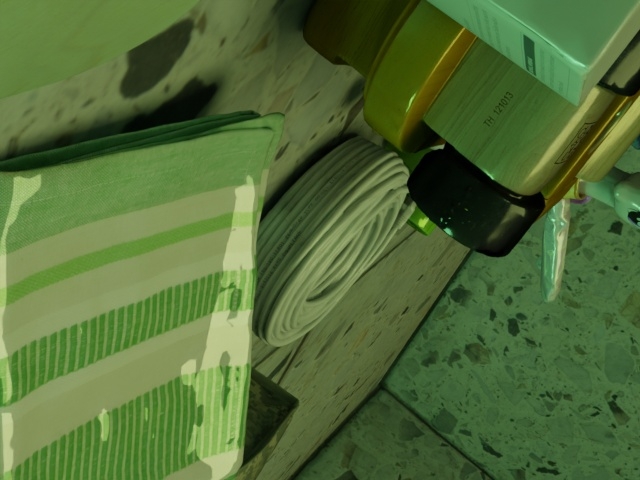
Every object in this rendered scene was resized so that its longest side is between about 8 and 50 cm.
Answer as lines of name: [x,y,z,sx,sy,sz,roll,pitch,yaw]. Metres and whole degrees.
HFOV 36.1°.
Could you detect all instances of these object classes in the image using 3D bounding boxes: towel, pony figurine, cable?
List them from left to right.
towel: [-0.124,0.080,0.681,0.247,0.038,0.325,-23,129,-50]
cable: [0.000,0.000,1.097,0.257,0.089,0.257,-52,167,5]
pony figurine: [0.254,-0.086,1.092,0.303,0.363,0.351,-65,174,8]

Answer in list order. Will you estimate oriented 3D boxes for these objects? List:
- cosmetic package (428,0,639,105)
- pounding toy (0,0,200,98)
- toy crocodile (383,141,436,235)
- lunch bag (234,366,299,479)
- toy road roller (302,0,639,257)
cosmetic package: [0.123,-0.236,0.546,0.224,0.224,0.138,-53,170,8]
pounding toy: [-0.145,-0.115,0.284,0.236,0.110,0.183,-18,170,-13]
toy crocodile: [0.142,-0.082,1.375,0.115,0.105,0.340,-53,172,3]
lunch bag: [-0.185,0.256,0.973,0.235,0.169,0.287,-58,171,31]
toy road roller: [0.141,-0.155,0.780,0.203,0.240,0.329,-56,163,26]
